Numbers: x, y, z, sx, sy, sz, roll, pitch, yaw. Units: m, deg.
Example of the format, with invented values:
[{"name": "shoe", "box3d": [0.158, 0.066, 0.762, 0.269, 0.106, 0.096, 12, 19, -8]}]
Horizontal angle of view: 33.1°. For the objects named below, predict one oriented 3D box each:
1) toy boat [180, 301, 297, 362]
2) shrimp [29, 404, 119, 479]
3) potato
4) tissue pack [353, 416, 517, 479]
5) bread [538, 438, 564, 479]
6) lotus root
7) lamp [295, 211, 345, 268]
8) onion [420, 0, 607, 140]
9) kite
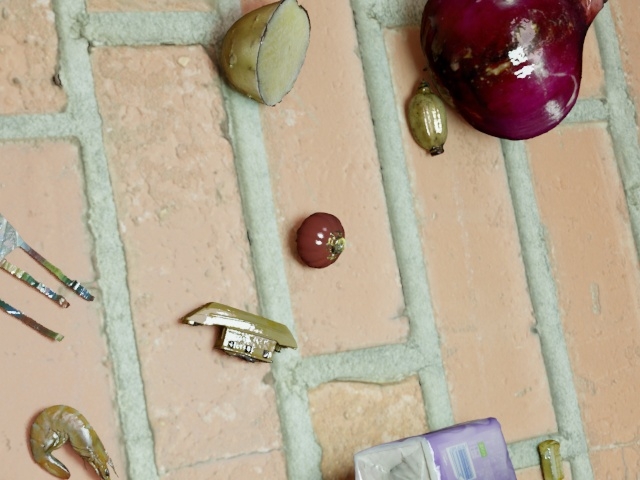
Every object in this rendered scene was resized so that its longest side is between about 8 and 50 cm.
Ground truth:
[{"name": "toy boat", "box3d": [-0.137, 0.158, 1.802, 0.200, 0.057, 0.077, 20, 77, -21]}, {"name": "shrimp", "box3d": [-0.381, 0.328, 1.651, 0.095, 0.045, 0.162, -37, 98, -27]}, {"name": "potato", "box3d": [-0.109, -0.341, 1.887, 0.117, 0.182, 0.202, 13, 58, 22]}, {"name": "tissue pack", "box3d": [0.209, 0.433, 1.779, 0.338, 0.160, 0.242, 8, 67, -61]}, {"name": "bread", "box3d": [0.438, 0.422, 2.041, 0.049, 0.033, 0.088, -8, 87, -42]}, {"name": "lotus root", "box3d": [0.203, -0.234, 2.047, 0.072, 0.063, 0.152, -8, 89, 0]}, {"name": "lamp", "box3d": [0.000, 0.000, 1.883, 0.101, 0.090, 0.101, -25, 122, -48]}, {"name": "onion", "box3d": [0.379, -0.378, 1.974, 0.385, 0.348, 0.348, -34, 96, 9]}, {"name": "kite", "box3d": [-0.509, 0.042, 1.666, 0.310, 0.015, 0.169, 42, 65, -10]}]
